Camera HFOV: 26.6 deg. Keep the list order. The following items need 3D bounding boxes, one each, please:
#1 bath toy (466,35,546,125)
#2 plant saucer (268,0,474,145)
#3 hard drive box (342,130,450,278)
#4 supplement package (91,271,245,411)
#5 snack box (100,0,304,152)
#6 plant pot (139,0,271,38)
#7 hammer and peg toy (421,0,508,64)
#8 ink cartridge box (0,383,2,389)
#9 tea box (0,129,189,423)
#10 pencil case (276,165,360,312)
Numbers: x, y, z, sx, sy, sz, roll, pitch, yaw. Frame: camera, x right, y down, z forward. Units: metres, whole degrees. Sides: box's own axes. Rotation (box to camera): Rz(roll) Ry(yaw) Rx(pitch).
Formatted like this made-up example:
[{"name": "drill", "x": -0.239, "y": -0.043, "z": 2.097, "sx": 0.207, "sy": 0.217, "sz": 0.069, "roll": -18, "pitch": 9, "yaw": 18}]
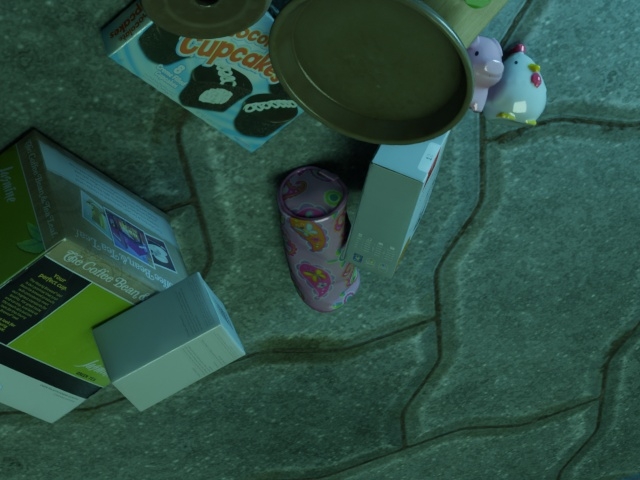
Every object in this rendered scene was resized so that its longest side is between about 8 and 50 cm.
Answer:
[{"name": "bath toy", "x": 0.208, "y": -0.262, "z": 2.037, "sx": 0.348, "sy": 0.129, "sz": 0.151, "roll": 11, "pitch": 176, "yaw": -35}, {"name": "plant saucer", "x": 0.068, "y": -0.234, "z": 1.771, "sx": 0.278, "sy": 0.041, "sz": 0.278, "roll": 13, "pitch": 142, "yaw": 11}, {"name": "hard drive box", "x": 0.125, "y": -0.085, "z": 2.151, "sx": 0.089, "sy": 0.181, "sz": 0.232, "roll": 22, "pitch": 139, "yaw": 7}, {"name": "supplement package", "x": -0.219, "y": 0.147, "z": 1.959, "sx": 0.179, "sy": 0.105, "sz": 0.105, "roll": -29, "pitch": 145, "yaw": 1}, {"name": "snack box", "x": -0.130, "y": -0.258, "z": 1.897, "sx": 0.187, "sy": 0.060, "sz": 0.322, "roll": -37, "pitch": 142, "yaw": 18}, {"name": "plant pot", "x": -0.140, "y": -0.364, "z": 1.566, "sx": 0.263, "sy": 0.229, "sz": 0.263, "roll": -4, "pitch": 152, "yaw": -2}, {"name": "hammer and peg toy", "x": 0.105, "y": -0.346, "z": 1.772, "sx": 0.266, "sy": 0.127, "sz": 0.361, "roll": 35, "pitch": 116, "yaw": -16}, {"name": "ink cartridge box", "x": -0.564, "y": 0.140, "z": 1.762, "sx": 0.115, "sy": 0.273, "sz": 0.198, "roll": -35, "pitch": -176, "yaw": 12}, {"name": "tea box", "x": -0.412, "y": 0.065, "z": 2.019, "sx": 0.323, "sy": 0.220, "sz": 0.329, "roll": -34, "pitch": 144, "yaw": 15}, {"name": "pencil case", "x": 0.000, "y": 0.000, "z": 2.257, "sx": 0.124, "sy": 0.124, "sz": 0.284, "roll": -19, "pitch": 144, "yaw": -6}]
